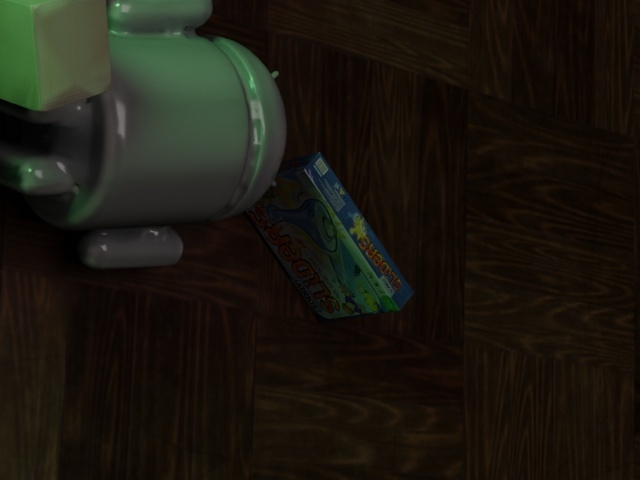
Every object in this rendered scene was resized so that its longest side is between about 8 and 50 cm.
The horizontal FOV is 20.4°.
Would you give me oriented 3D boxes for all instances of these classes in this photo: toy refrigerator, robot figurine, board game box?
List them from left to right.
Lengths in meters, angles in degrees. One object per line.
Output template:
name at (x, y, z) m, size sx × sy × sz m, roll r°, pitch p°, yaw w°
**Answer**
toy refrigerator at (-0.314, -0.207, 1.671) m, size 0.094 × 0.269 × 0.102 m, roll -24°, pitch 122°, yaw -41°
robot figurine at (-0.179, -0.115, 1.830) m, size 0.353 × 0.200 × 0.300 m, roll -3°, pitch 110°, yaw -42°
board game box at (0.000, 0.000, 2.012) m, size 0.201 × 0.136 × 0.035 m, roll 55°, pitch 52°, yaw -19°
